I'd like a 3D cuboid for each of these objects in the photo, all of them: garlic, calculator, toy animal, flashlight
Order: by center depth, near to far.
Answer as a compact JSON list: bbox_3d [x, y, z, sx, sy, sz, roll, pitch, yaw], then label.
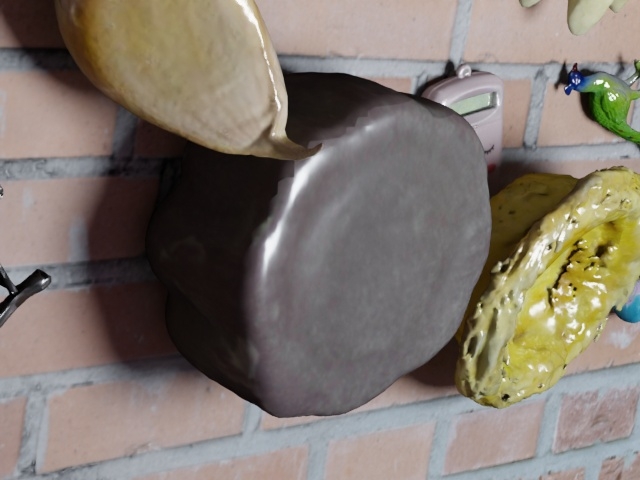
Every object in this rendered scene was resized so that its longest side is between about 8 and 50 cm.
[{"bbox_3d":[-0.100,-0.163,1.390,0.145,0.164,0.245,-50,130,-30],"label":"garlic"},{"bbox_3d":[0.130,-0.080,1.774,0.100,0.032,0.175,-20,119,-41],"label":"calculator"},{"bbox_3d":[0.319,-0.137,1.943,0.075,0.041,0.217,-50,141,7],"label":"toy animal"},{"bbox_3d":[0.362,0.046,2.068,0.129,0.051,0.051,-33,128,-41],"label":"flashlight"}]

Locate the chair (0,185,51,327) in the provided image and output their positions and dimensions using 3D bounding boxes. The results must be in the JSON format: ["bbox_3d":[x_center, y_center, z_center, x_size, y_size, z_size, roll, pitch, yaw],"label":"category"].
[{"bbox_3d":[-0.307,0.058,1.309,0.229,0.106,0.113,-48,136,-23],"label":"chair"}]

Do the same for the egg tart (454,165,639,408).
[{"bbox_3d":[0.202,0.034,1.804,0.288,0.118,0.288,-44,155,-27],"label":"egg tart"}]

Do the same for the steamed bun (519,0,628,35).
[{"bbox_3d":[0.305,-0.322,1.754,0.428,0.189,0.247,4,79,-34],"label":"steamed bun"}]

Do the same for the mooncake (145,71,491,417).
[{"bbox_3d":[0.000,0.000,1.579,0.306,0.154,0.306,-20,120,-40],"label":"mooncake"}]
